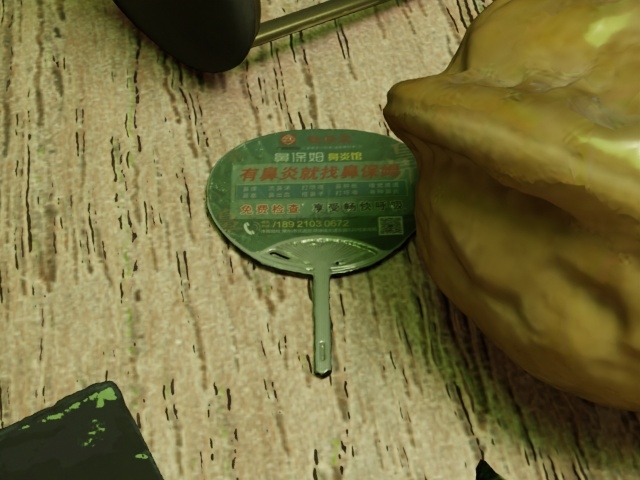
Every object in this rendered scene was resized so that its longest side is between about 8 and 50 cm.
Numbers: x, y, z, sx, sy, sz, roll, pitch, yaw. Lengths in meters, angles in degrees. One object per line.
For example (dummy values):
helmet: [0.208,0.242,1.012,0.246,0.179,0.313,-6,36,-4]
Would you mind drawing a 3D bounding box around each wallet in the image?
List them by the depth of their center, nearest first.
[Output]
wallet: [-0.172,0.242,0.889,0.146,0.030,0.285,-26,52,-15]

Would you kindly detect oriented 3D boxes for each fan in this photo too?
fan: [0.023,-0.019,1.115,0.223,0.012,0.294,-24,53,-18]

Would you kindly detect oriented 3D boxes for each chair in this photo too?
chair: [-0.050,-0.417,1.239,0.365,0.361,0.410,37,64,28]

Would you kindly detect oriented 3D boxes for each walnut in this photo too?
walnut: [0.256,-0.054,0.929,0.384,0.383,0.383,-1,50,1]

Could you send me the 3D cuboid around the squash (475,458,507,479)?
squash: [0.099,0.348,0.667,0.309,0.310,0.310,-44,59,-5]
